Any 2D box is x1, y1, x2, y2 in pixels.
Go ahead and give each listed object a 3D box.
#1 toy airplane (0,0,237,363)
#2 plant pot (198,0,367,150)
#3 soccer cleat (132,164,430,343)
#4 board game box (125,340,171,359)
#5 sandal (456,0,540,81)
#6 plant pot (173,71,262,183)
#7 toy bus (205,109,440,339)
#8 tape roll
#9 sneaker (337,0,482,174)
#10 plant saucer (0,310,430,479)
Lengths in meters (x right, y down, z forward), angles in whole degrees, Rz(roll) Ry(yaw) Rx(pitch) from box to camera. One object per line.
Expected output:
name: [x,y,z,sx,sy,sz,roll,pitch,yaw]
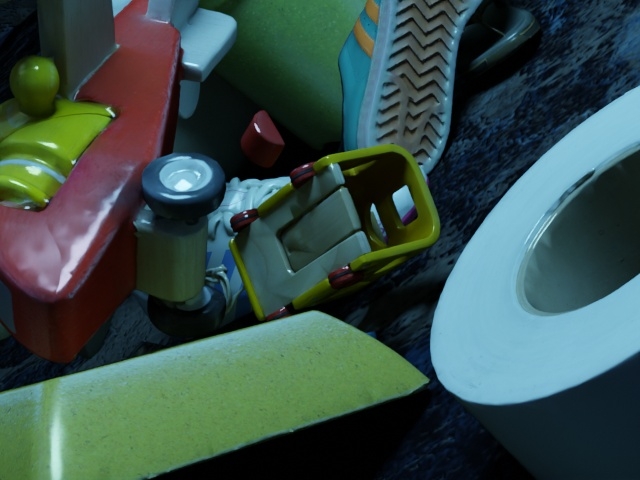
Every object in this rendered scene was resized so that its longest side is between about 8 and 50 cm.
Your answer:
toy airplane: [-0.204,-0.097,1.384,0.384,0.272,0.386,109,161,-86]
plant pot: [-0.026,-0.238,1.775,0.276,0.254,0.276,-38,20,17]
soccer cleat: [-0.057,-0.006,1.546,0.331,0.143,0.116,-29,26,37]
board game box: [-0.196,0.175,1.638,0.186,0.026,0.126,-51,21,-16]
sandal: [0.150,-0.214,1.665,0.090,0.060,0.219,-39,21,16]
plant pot: [-0.169,-0.147,1.926,0.191,0.284,0.284,-12,15,-14]
toy bus: [0.008,0.001,1.405,0.104,0.191,0.202,-13,33,-36]
tape roll: [0.204,0.019,1.055,0.286,0.100,0.286,-39,21,18]
sneaker: [0.075,-0.200,1.602,0.121,0.108,0.302,5,78,64]
plant saucer: [-0.146,0.128,1.289,0.333,0.081,0.333,-14,-2,-38]
